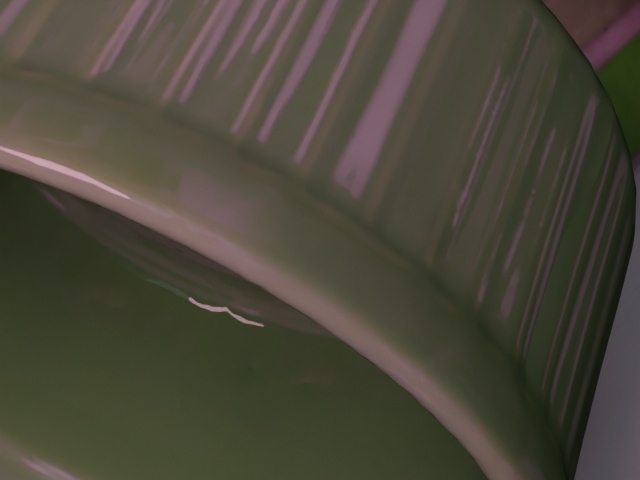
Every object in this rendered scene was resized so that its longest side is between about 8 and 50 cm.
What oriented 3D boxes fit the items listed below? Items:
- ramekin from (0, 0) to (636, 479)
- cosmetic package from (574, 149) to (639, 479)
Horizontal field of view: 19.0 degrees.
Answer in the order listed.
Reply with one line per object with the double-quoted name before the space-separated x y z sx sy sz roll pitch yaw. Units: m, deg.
"ramekin" -0.047 0.006 0.615 0.303 0.303 0.148 21 59 6
"cosmetic package" 0.172 0.076 0.781 0.217 0.156 0.385 43 88 8
